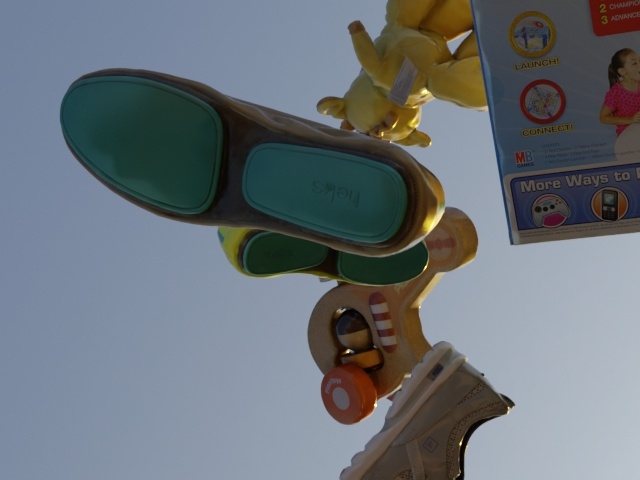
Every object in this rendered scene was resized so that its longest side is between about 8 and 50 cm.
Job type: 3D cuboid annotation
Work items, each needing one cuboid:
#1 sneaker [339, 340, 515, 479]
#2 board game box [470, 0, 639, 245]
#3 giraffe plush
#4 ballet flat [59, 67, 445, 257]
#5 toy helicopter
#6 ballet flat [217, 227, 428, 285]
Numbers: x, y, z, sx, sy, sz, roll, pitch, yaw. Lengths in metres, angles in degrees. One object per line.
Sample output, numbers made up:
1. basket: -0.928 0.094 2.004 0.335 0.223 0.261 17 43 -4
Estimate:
1. sneaker: 0.090 0.245 1.344 0.281 0.115 0.105 -58 -15 3
2. board game box: 0.305 -0.163 1.214 0.086 0.308 0.302 -51 -48 -65
3. giraffe plush: 0.094 -0.174 1.446 0.210 0.181 0.170 -45 -3 -33
4. ballet flat: -0.038 -0.040 0.743 0.073 0.232 0.080 -10 -63 -65
5. toy helicopter: 0.089 0.068 1.788 0.140 0.235 0.355 -16 -27 -44
6. ballet flat: 0.000 0.000 1.316 0.231 0.077 0.077 2 -73 -34
